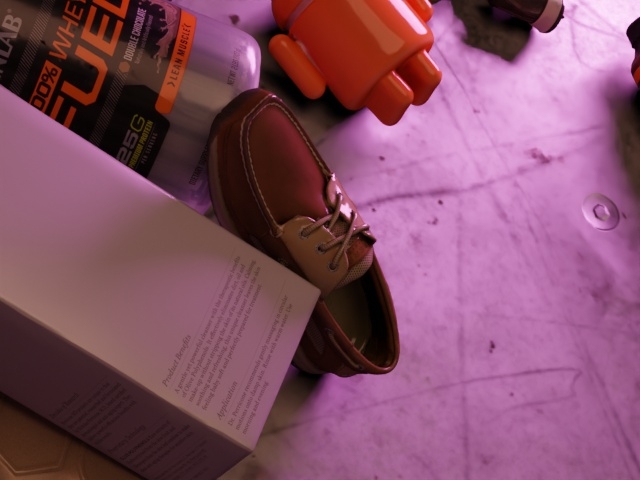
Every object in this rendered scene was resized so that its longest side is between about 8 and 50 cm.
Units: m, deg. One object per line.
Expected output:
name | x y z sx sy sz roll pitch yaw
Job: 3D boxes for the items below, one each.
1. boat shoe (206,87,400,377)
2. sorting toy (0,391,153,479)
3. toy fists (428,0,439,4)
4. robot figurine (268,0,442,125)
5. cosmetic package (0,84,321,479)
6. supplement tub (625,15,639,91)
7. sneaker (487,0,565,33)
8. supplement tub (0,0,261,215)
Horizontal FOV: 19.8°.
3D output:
boat shoe | 0.000 0.000 1.726 0.122 0.120 0.324 -48 133 -30
sorting toy | -0.249 0.273 1.619 0.229 0.041 0.307 25 56 -16
toy fists | 0.058 -0.379 2.085 0.279 0.096 0.142 44 44 5
robot figurine | 0.033 -0.228 1.968 0.219 0.158 0.128 51 16 8
cosmetic package | -0.207 0.046 1.635 0.365 0.155 0.197 33 53 -11
supplement tub | 0.430 -0.176 2.138 0.106 0.106 0.198 -14 69 -30
sneaker | 0.231 -0.358 2.161 0.106 0.078 0.234 13 61 -21
supplement tub | -0.243 -0.158 1.752 0.338 0.207 0.207 20 57 -13
